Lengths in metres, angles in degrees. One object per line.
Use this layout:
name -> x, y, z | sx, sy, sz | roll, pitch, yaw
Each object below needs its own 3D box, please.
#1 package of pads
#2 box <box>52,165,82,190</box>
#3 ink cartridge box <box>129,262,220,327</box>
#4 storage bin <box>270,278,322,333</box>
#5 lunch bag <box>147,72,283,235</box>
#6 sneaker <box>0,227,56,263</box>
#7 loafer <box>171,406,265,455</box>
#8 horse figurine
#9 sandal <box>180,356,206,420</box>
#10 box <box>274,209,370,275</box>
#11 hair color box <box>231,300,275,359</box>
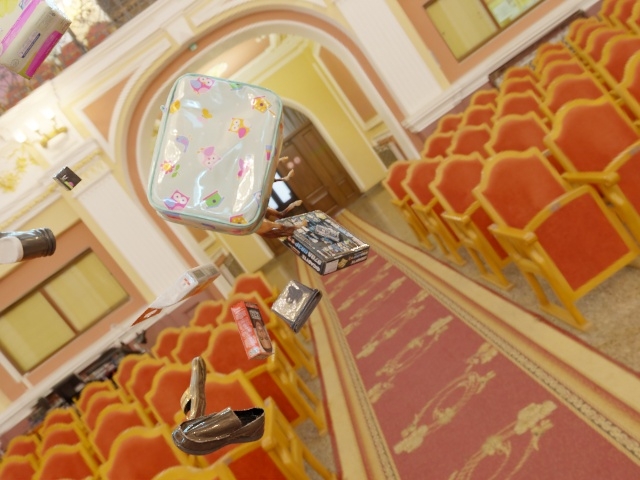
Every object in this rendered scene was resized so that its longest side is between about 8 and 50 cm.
package of pads -> -0.883, -0.635, 1.504 | 0.229, 0.296, 0.101 | -48, -30, 8
box -> -0.798, -0.194, 1.603 | 0.052, 0.062, 0.083 | -52, 29, -20
ink cartridge box -> -0.312, 0.128, 1.111 | 0.179, 0.045, 0.145 | -46, -2, 8
storage bin -> -0.068, 0.177, 1.418 | 0.135, 0.091, 0.098 | -55, -16, -11
lunch bag -> -0.190, -0.159, 0.930 | 0.108, 0.224, 0.279 | 102, 178, -77
sneaker -> -0.901, 0.016, 1.517 | 0.295, 0.105, 0.147 | 2, 9, 35
loafer -> -0.209, 0.387, 1.079 | 0.220, 0.080, 0.078 | 5, -67, -44
horse figurine -> -0.133, -0.091, 1.166 | 0.174, 0.263, 0.066 | -14, 37, 4
sandal -> -0.293, 0.358, 1.162 | 0.049, 0.180, 0.072 | -4, -20, 5
box -> 0.000, 0.000, 1.415 | 0.175, 0.220, 0.051 | -17, -48, -41
hair color box -> -0.170, 0.227, 1.283 | 0.043, 0.141, 0.072 | -30, -22, 15
